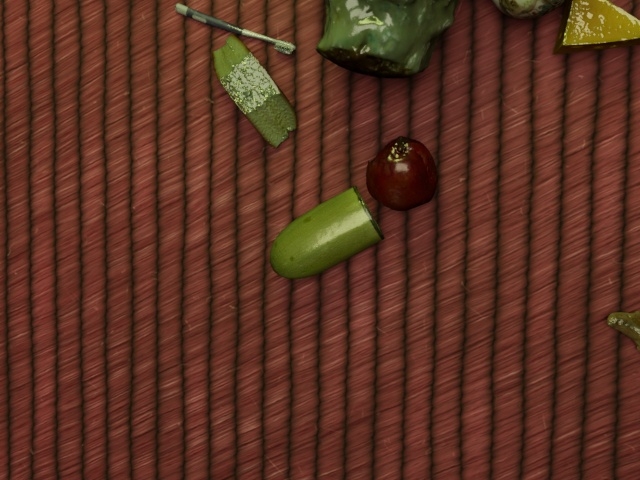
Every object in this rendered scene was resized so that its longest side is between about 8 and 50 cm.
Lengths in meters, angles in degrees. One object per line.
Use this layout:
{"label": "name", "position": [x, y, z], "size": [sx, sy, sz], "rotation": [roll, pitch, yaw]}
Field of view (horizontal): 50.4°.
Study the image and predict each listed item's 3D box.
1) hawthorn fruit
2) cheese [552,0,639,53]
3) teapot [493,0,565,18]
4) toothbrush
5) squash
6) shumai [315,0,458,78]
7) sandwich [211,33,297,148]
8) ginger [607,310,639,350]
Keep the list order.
{"label": "hawthorn fruit", "position": [0.162, -0.142, 1.368], "size": [0.148, 0.172, 0.148], "rotation": [-4, 59, 7]}
{"label": "cheese", "position": [0.559, -0.414, 1.324], "size": [0.171, 0.093, 0.126], "rotation": [14, 93, 8]}
{"label": "teapot", "position": [0.414, -0.530, 1.283], "size": [0.298, 0.139, 0.204], "rotation": [-23, 51, 46]}
{"label": "toothbrush", "position": [-0.188, -0.458, 1.475], "size": [0.288, 0.026, 0.024], "rotation": [22, 138, 8]}
{"label": "squash", "position": [0.000, 0.000, 1.418], "size": [0.247, 0.132, 0.132], "rotation": [-30, 88, 9]}
{"label": "shumai", "position": [0.127, -0.482, 1.300], "size": [0.324, 0.397, 0.323], "rotation": [38, 130, 46]}
{"label": "sandwich", "position": [-0.146, -0.324, 1.446], "size": [0.094, 0.096, 0.258], "rotation": [-37, 90, 4]}
{"label": "ginger", "position": [0.644, 0.187, 1.372], "size": [0.137, 0.044, 0.057], "rotation": [39, 116, 7]}
